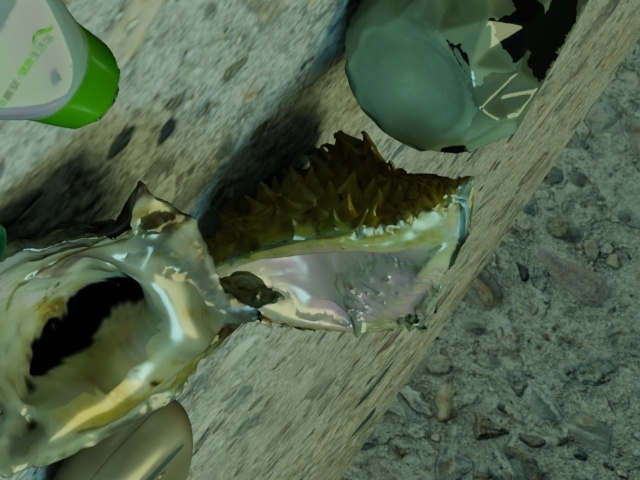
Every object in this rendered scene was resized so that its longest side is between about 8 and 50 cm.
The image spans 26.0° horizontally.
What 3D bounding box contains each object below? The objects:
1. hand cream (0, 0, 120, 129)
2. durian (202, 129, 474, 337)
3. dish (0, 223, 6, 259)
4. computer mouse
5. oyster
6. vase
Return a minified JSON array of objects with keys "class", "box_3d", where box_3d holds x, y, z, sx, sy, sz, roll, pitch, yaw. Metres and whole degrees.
[{"class":"hand cream","box_3d":[-0.161,-0.095,0.562,0.275,0.050,0.079,19,82,-73]},{"class":"durian","box_3d":[-0.011,0.006,1.145,0.195,0.185,0.305,-18,171,-16]},{"class":"dish","box_3d":[-0.246,0.052,0.567,0.246,0.078,0.224,-39,163,-43]},{"class":"computer mouse","box_3d":[-0.181,0.212,1.259,0.145,0.082,0.236,-48,169,-22]},{"class":"oyster","box_3d":[-0.148,0.054,0.894,0.275,0.100,0.271,-34,160,-18]},{"class":"vase","box_3d":[0.164,-0.214,1.154,0.360,0.165,0.165,-46,167,-40]}]
